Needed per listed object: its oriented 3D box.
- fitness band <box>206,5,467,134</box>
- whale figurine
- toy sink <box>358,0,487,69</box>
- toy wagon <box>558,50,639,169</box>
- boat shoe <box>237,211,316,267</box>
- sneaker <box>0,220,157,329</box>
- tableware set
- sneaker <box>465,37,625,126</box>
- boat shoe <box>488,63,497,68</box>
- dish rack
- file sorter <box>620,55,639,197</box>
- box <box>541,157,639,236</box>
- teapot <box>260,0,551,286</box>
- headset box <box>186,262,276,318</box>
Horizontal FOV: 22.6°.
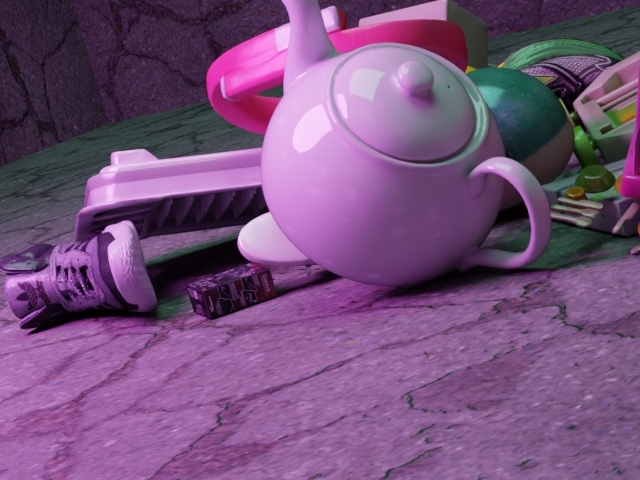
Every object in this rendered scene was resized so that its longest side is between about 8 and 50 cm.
[{"bbox_3d":[0.016,-0.174,1.695,0.291,0.054,0.209,-17,-19,34],"label":"fitness band"},{"bbox_3d":[0.139,-0.095,1.756,0.272,0.141,0.216,-24,16,17],"label":"whale figurine"},{"bbox_3d":[0.151,-0.209,2.320,0.153,0.234,0.131,-9,-18,35],"label":"toy sink"},{"bbox_3d":[0.402,-0.159,1.790,0.267,0.068,0.344,-28,19,8],"label":"toy wagon"},{"bbox_3d":[0.000,0.000,1.667,0.184,0.066,0.063,-15,-28,-22],"label":"boat shoe"},{"bbox_3d":[-0.267,0.046,1.751,0.153,0.101,0.268,-18,5,-10],"label":"sneaker"},{"bbox_3d":[0.287,-0.028,1.434,0.154,0.024,0.104,12,43,33],"label":"tableware set"},{"bbox_3d":[0.263,-0.168,2.119,0.344,0.134,0.146,-13,35,-9],"label":"sneaker"},{"bbox_3d":[0.198,-0.214,2.468,0.109,0.091,0.305,24,-16,-38],"label":"boat shoe"},{"bbox_3d":[-0.127,-0.064,1.896,0.333,0.072,0.285,-7,-8,-10],"label":"dish rack"},{"bbox_3d":[0.391,-0.159,1.450,0.202,0.182,0.290,5,20,13],"label":"file sorter"},{"bbox_3d":[0.317,-0.050,1.571,0.145,0.038,0.186,-18,12,-13],"label":"box"},{"bbox_3d":[0.073,-0.090,1.493,0.256,0.252,0.187,8,-37,-11],"label":"teapot"},{"bbox_3d":[-0.088,0.050,1.641,0.083,0.032,0.062,-18,11,-19],"label":"headset box"}]
